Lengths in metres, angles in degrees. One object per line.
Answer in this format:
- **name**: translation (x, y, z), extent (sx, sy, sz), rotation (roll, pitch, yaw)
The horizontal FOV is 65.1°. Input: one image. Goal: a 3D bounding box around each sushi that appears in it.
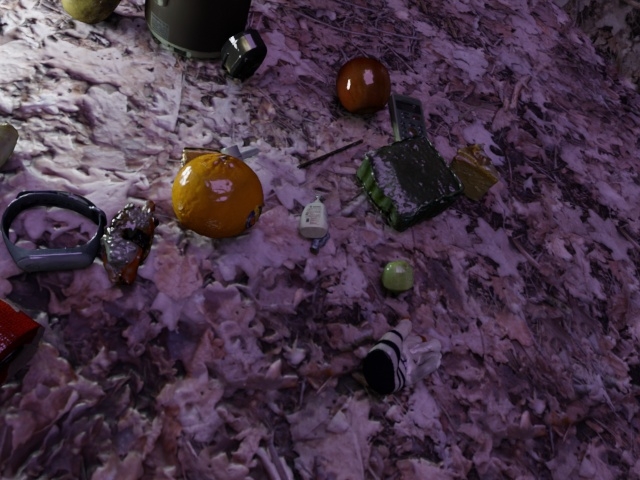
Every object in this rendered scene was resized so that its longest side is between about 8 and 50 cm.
- **sushi**: translation (-0.434, -0.008, 1.128), extent (0.097, 0.103, 0.225), rotation (7, 53, 4)

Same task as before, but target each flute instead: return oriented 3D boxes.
- **flute**: translation (0.034, -0.264, 1.522), extent (0.270, 0.014, 0.014), rotation (-29, 72, -33)

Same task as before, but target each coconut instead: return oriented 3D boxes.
- **coconut**: translation (0.201, 0.098, 1.309), extent (0.088, 0.096, 0.088), rotation (6, 18, -2)

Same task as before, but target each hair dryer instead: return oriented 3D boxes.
- **hair dryer**: translation (-0.210, -0.228, 1.383), extent (0.137, 0.047, 0.081), rotation (-37, 111, -54)

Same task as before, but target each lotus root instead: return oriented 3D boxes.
- **lotus root**: translation (-0.630, -0.730, 1.432), extent (0.154, 0.278, 0.153), rotation (33, 49, -48)

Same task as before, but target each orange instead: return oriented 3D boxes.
- **orange**: translation (-0.246, -0.108, 1.212), extent (0.220, 0.193, 0.219), rotation (1, 51, -1)

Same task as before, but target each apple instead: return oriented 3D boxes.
- **apple**: translation (0.140, -0.495, 1.618), extent (0.181, 0.181, 0.168), rotation (-8, 84, -25)

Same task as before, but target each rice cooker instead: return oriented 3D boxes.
- **rice cooker**: translation (-0.234, -0.566, 1.528), extent (0.112, 0.165, 0.106), rotation (-29, 82, -40)
- **rice cooker**: translation (-0.365, -0.761, 1.500), extent (0.336, 0.325, 0.334), rotation (10, 56, -15)

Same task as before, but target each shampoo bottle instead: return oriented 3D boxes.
- **shampoo bottle**: translation (-0.014, -0.073, 1.354), extent (0.077, 0.045, 0.151), rotation (0, 46, 6)

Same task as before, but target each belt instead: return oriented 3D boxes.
- **belt**: translation (-0.618, 0.200, 0.902), extent (0.124, 0.128, 0.200), rotation (35, 54, 2)

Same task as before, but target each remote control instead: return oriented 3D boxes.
- **remote control**: translation (0.301, -0.376, 1.680), extent (0.124, 0.038, 0.285), rotation (9, 56, -16)

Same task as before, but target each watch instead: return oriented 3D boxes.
- **watch**: translation (-0.580, -0.027, 1.104), extent (0.207, 0.068, 0.192), rotation (-6, 62, -22)

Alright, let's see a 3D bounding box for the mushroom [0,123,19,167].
- **mushroom**: translation (-0.773, -0.148, 1.105), extent (0.100, 0.081, 0.312), rotation (16, 50, -14)

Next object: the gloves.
- **gloves**: translation (0.189, 0.274, 1.177), extent (0.140, 0.131, 0.219), rotation (52, 25, 18)

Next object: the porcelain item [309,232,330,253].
- **porcelain item**: translation (0.000, 0.000, 1.327), extent (0.036, 0.028, 0.083), rotation (29, 52, 2)

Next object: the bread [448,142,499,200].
- **bread**: translation (0.470, -0.206, 1.566), extent (0.127, 0.147, 0.152), rotation (-18, 63, -27)

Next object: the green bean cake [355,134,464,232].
- **green bean cake**: translation (0.256, -0.169, 1.471), extent (0.255, 0.132, 0.241), rotation (-25, 75, -27)

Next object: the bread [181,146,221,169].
- **bread**: translation (-0.314, -0.211, 1.335), extent (0.106, 0.053, 0.072), rotation (5, 80, -15)
